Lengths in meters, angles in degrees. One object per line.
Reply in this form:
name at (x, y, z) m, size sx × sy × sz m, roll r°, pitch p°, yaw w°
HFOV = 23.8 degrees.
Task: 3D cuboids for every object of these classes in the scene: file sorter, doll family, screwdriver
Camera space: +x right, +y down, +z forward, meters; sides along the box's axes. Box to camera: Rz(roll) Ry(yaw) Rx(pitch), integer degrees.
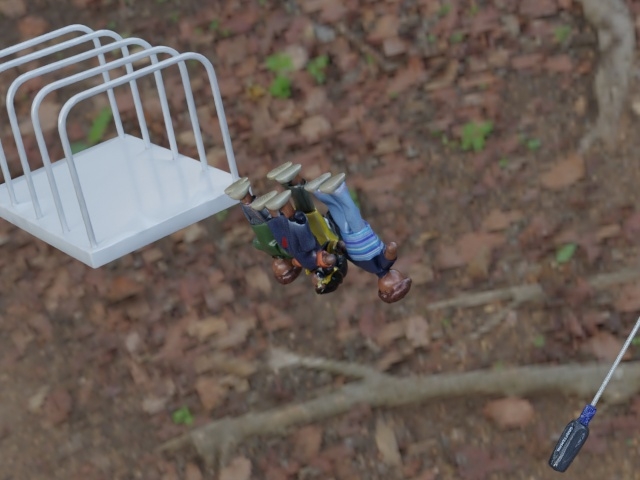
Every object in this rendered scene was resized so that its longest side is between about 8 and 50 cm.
file sorter at (-0.241, -0.116, 1.613) m, size 0.193 × 0.173 × 0.278 m, roll -25°, pitch 27°, yaw -28°
doll family at (0.000, 0.000, 1.176) m, size 0.076 × 0.111 × 0.193 m, roll -32°, pitch 18°, yaw -10°
screwdriver at (0.264, 0.144, 1.431) m, size 0.170 × 0.024 × 0.025 m, roll -60°, pitch 9°, yaw 6°
